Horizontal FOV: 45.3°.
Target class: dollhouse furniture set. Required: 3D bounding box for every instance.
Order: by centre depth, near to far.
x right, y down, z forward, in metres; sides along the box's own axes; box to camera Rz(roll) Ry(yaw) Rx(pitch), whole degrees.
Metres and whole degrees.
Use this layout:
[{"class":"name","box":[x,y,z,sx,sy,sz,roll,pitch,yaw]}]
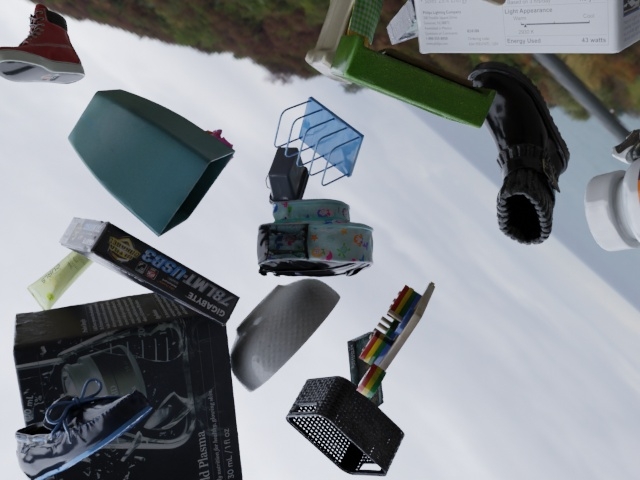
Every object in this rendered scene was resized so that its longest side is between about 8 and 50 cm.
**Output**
[{"class":"dollhouse furniture set","box":[0.100,-0.258,0.867,0.151,0.197,0.301,17,-169,-14]}]

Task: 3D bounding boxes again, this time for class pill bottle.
[{"class":"pill bottle","box":[0.438,-0.052,0.905,0.121,0.121,0.221,34,149,-33]}]

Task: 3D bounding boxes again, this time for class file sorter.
[{"class":"file sorter","box":[-0.009,-0.221,1.728,0.170,0.118,0.104,41,-134,24]}]

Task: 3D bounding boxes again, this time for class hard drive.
[{"class":"hard drive","box":[0.315,-0.602,2.000,0.339,0.237,0.064,-130,21,-83]}]

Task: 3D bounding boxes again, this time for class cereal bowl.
[{"class":"cereal bowl","box":[-0.113,0.217,1.941,0.141,0.339,0.339,43,-169,-2]}]

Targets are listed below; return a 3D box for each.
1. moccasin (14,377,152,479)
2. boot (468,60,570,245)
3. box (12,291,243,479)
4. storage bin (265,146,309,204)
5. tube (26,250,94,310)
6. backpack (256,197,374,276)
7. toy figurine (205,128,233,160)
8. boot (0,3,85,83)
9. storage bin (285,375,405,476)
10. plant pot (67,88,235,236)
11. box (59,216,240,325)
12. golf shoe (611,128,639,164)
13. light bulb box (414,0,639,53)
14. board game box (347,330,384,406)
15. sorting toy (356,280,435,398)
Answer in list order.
[{"class":"moccasin","box":[-0.438,0.328,1.334,0.116,0.342,0.138,60,-153,3]},{"class":"boot","box":[0.408,-0.185,1.627,0.348,0.131,0.260,46,-128,-21]},{"class":"box","box":[-0.465,0.395,1.869,0.472,0.479,0.297,-9,-167,-17]},{"class":"storage bin","box":[-0.090,-0.164,1.888,0.091,0.098,0.135,77,-159,-44]},{"class":"tube","box":[-0.692,0.093,2.071,0.062,0.240,0.070,36,-159,-40]},{"class":"backpack","box":[0.000,0.000,1.787,0.254,0.191,0.225,4,175,17]},{"class":"toy figurine","box":[-0.284,-0.228,1.942,0.130,0.159,0.173,22,-119,-40]},{"class":"boot","box":[-0.644,-0.444,1.692,0.244,0.088,0.176,-14,-95,-63]},{"class":"storage bin","box":[0.044,0.326,1.341,0.180,0.084,0.122,45,145,-20]},{"class":"plant pot","box":[-0.307,-0.156,1.353,0.234,0.165,0.166,38,-164,0]},{"class":"box","box":[-0.340,0.054,1.500,0.296,0.073,0.293,32,170,-27]},{"class":"golf shoe","box":[0.694,-0.220,1.603,0.094,0.198,0.077,23,135,55]},{"class":"light bulb box","box":[0.337,-0.495,1.196,0.358,0.361,0.225,13,-147,41]},{"class":"board game box","box":[0.111,0.325,1.872,0.026,0.186,0.126,-3,-177,30]},{"class":"sorting toy","box":[0.117,0.128,1.182,0.046,0.132,0.274,33,-157,6]}]
